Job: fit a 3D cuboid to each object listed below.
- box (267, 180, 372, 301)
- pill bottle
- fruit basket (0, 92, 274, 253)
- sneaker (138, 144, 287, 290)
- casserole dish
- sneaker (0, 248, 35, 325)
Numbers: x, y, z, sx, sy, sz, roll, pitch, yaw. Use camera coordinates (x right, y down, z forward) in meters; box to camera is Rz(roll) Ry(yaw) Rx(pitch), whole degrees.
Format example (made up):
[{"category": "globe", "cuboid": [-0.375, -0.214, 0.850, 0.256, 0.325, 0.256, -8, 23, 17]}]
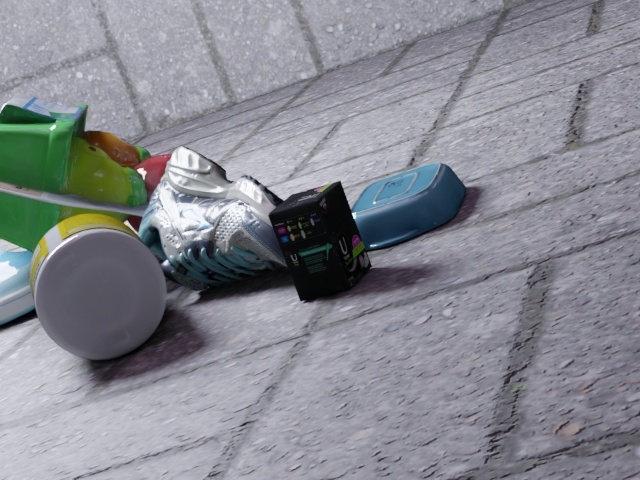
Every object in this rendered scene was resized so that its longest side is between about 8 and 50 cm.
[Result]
[{"category": "box", "cuboid": [0.000, 0.000, 1.397, 0.052, 0.083, 0.062, -16, 11, 25]}, {"category": "pill bottle", "cuboid": [-0.214, 0.037, 1.525, 0.119, 0.119, 0.208, -22, 11, -8]}, {"category": "fruit basket", "cuboid": [-0.217, -0.070, 1.830, 0.353, 0.165, 0.327, 4, 10, -4]}, {"category": "sneaker", "cuboid": [-0.086, 0.004, 1.566, 0.122, 0.110, 0.283, -57, 32, -6]}, {"category": "casserole dish", "cuboid": [0.079, -0.036, 1.559, 0.114, 0.037, 0.188, -17, 10, 15]}, {"category": "sneaker", "cuboid": [-0.449, 0.010, 1.857, 0.319, 0.208, 0.127, -15, 11, 18]}]
